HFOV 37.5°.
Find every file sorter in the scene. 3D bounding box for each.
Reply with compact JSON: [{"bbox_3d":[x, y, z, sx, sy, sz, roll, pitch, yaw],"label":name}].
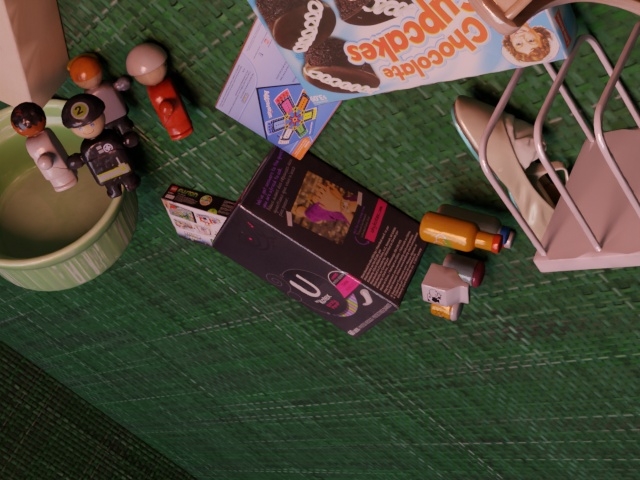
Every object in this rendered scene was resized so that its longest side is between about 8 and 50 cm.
[{"bbox_3d":[0.320,-0.104,0.906,0.277,0.193,0.173,-7,132,47],"label":"file sorter"}]

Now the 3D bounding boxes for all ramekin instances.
[{"bbox_3d":[-0.445,-0.065,1.537,0.303,0.304,0.148,20,157,15],"label":"ramekin"}]

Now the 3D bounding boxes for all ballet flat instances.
[{"bbox_3d":[0.245,-0.090,1.124,0.086,0.086,0.248,-2,140,43],"label":"ballet flat"}]

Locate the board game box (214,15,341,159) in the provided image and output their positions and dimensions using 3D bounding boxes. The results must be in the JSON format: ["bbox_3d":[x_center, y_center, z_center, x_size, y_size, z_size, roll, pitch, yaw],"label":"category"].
[{"bbox_3d":[-0.038,-0.211,1.215,0.145,0.027,0.281,33,150,-5],"label":"board game box"}]

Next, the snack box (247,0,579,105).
[{"bbox_3d":[0.084,-0.250,0.984,0.321,0.060,0.187,-5,134,38],"label":"snack box"}]

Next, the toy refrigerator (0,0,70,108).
[{"bbox_3d":[-0.436,-0.309,1.335,0.094,0.102,0.270,24,151,9],"label":"toy refrigerator"}]

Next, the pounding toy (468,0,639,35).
[{"bbox_3d":[0.207,-0.255,0.734,0.269,0.154,0.155,9,157,-20],"label":"pounding toy"}]

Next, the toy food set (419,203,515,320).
[{"bbox_3d":[0.207,0.029,1.293,0.104,0.111,0.232,16,146,22],"label":"toy food set"}]

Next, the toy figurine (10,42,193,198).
[{"bbox_3d":[-0.311,-0.176,1.328,0.209,0.213,0.148,8,135,38],"label":"toy figurine"}]

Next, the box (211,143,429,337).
[{"bbox_3d":[0.000,0.000,1.397,0.270,0.143,0.165,33,150,-5],"label":"box"}]

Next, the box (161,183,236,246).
[{"bbox_3d":[-0.163,-0.025,1.610,0.206,0.036,0.114,16,149,22],"label":"box"}]
